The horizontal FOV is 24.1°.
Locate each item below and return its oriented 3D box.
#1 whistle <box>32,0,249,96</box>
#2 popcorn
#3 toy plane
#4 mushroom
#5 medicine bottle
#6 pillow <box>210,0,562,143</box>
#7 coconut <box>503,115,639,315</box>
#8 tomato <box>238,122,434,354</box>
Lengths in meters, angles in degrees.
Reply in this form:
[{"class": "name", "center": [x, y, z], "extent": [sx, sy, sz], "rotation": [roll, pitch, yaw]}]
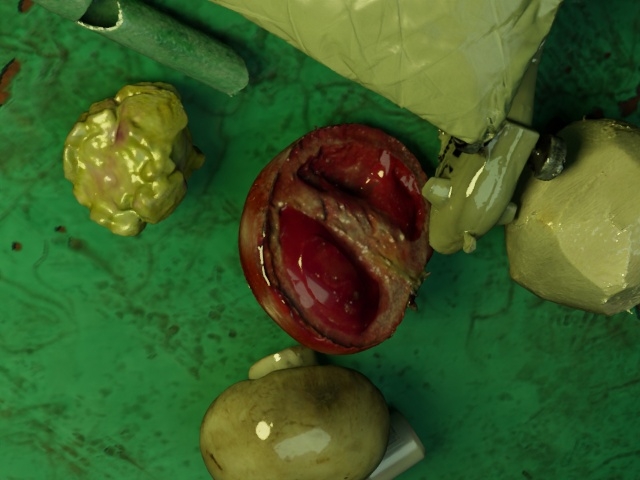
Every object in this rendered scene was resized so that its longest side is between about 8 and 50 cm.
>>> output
[{"class": "whistle", "center": [-0.132, -0.154, 1.083], "extent": [0.186, 0.039, 0.039], "rotation": [23, 109, -35]}, {"class": "popcorn", "center": [-0.139, -0.064, 1.113], "extent": [0.097, 0.089, 0.109], "rotation": [18, 107, 5]}, {"class": "toy plane", "center": [0.152, -0.119, 1.202], "extent": [0.092, 0.108, 0.286], "rotation": [16, 108, -24]}, {"class": "mushroom", "center": [-0.023, 0.162, 1.293], "extent": [0.166, 0.127, 0.166], "rotation": [-9, 145, -6]}, {"class": "medicine bottle", "center": [0.050, 0.202, 1.395], "extent": [0.089, 0.052, 0.052], "rotation": [-33, 129, -2]}, {"class": "pillow", "center": [0.050, -0.237, 1.014], "extent": [0.281, 0.076, 0.274], "rotation": [28, 112, 2]}, {"class": "coconut", "center": [0.231, -0.014, 1.270], "extent": [0.162, 0.161, 0.161], "rotation": [-46, 129, -2]}, {"class": "tomato", "center": [0.000, 0.000, 1.215], "extent": [0.173, 0.099, 0.189], "rotation": [42, 58, -27]}]
